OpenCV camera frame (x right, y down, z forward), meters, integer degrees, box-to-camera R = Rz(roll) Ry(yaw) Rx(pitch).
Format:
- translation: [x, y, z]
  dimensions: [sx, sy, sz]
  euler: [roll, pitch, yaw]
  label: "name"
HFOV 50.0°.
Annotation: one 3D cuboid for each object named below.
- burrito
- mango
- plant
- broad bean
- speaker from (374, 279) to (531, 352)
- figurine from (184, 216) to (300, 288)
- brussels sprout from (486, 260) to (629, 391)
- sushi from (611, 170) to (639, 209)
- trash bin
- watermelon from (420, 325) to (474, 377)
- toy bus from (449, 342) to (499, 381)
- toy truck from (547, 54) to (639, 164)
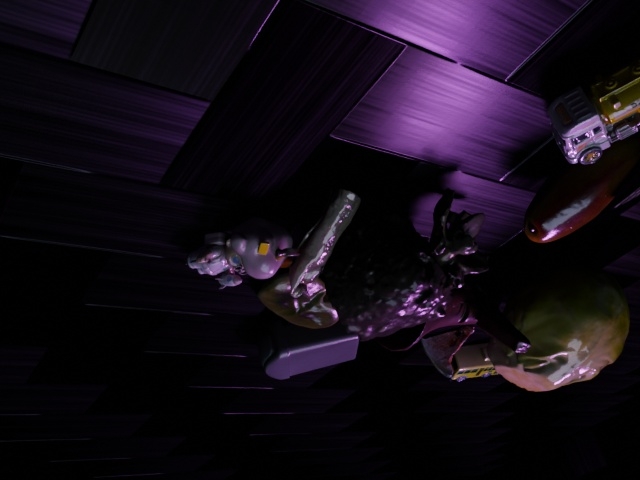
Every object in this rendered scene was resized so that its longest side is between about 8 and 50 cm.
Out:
- translation: [0.000, 0.000, 1.213]
  dimensions: [0.060, 0.087, 0.226]
  euler: [29, 106, -2]
  label: "burrito"
- translation: [0.485, -0.098, 1.268]
  dimensions: [0.267, 0.111, 0.133]
  euler: [-42, 140, 14]
  label: "mango"
- translation: [0.170, 0.043, 1.280]
  dimensions: [0.312, 0.213, 0.215]
  euler: [-21, 147, 15]
  label: "plant"
- translation: [-0.049, 0.123, 1.477]
  dimensions: [0.153, 0.072, 0.207]
  euler: [-36, 132, 28]
  label: "broad bean"
- translation: [0.299, 0.138, 1.494]
  dimensions: [0.330, 0.198, 0.259]
  euler: [2, 176, -32]
  label: "speaker"
- translation: [-0.134, 0.020, 1.226]
  dimensions: [0.229, 0.111, 0.137]
  euler: [-13, 146, 23]
  label: "figurine"
- translation: [0.564, 0.204, 1.614]
  dimensions: [0.344, 0.268, 0.344]
  euler: [-49, 167, -15]
  label: "brussels sprout"
- translation: [0.636, -0.150, 1.271]
  dimensions: [0.280, 0.043, 0.192]
  euler: [-16, 156, -50]
  label: "sushi"
- translation: [-0.032, 0.250, 1.653]
  dimensions: [0.236, 0.101, 0.176]
  euler: [-12, 148, -8]
  label: "trash bin"
- translation: [0.348, 0.291, 1.933]
  dimensions: [0.158, 0.121, 0.098]
  euler: [-62, 163, -6]
  label: "watermelon"
- translation: [0.465, 0.358, 2.044]
  dimensions: [0.175, 0.088, 0.101]
  euler: [-4, 147, -14]
  label: "toy bus"
- translation: [0.475, -0.223, 1.085]
  dimensions: [0.227, 0.098, 0.114]
  euler: [-29, 143, 19]
  label: "toy truck"
